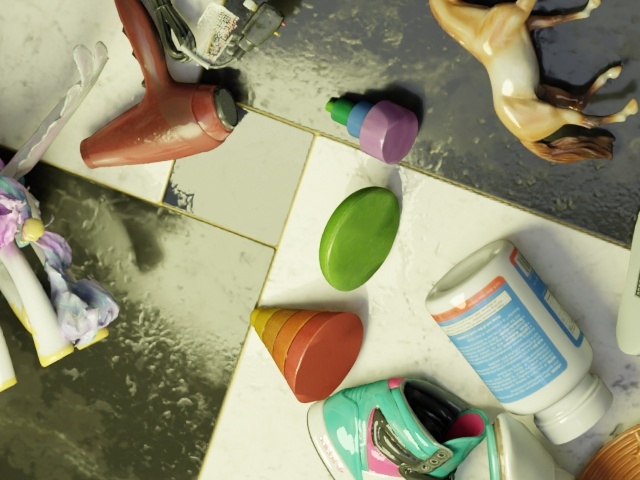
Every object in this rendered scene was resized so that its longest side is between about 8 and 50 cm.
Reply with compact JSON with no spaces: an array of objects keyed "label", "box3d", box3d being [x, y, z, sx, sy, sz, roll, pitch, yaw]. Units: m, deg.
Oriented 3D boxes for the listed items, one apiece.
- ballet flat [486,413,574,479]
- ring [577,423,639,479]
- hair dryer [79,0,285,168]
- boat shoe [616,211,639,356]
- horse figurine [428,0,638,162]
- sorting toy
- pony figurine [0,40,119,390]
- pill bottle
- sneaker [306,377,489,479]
[{"label":"ballet flat","box3d":[0.262,0.364,1.941,0.139,0.139,0.400,0,120,10]},{"label":"ring","box3d":[0.455,0.353,1.940,0.336,0.032,0.337,6,115,13]},{"label":"hair dryer","box3d":[-0.181,-0.196,1.885,0.223,0.080,0.293,36,107,15]},{"label":"boat shoe","box3d":[0.390,0.025,1.851,0.070,0.078,0.219,4,109,-28]},{"label":"horse figurine","box3d":[0.236,-0.189,1.805,0.174,0.066,0.263,-20,101,10]},{"label":"sorting toy","box3d":[0.000,0.000,1.907,0.126,0.127,0.366,28,111,32]},{"label":"pony figurine","box3d":[-0.364,-0.032,1.848,0.351,0.302,0.363,-27,89,56]},{"label":"pill bottle","box3d":[0.229,0.119,1.877,0.124,0.124,0.221,-35,99,19]},{"label":"sneaker","box3d":[0.135,0.277,1.953,0.178,0.124,0.295,-31,99,28]}]
